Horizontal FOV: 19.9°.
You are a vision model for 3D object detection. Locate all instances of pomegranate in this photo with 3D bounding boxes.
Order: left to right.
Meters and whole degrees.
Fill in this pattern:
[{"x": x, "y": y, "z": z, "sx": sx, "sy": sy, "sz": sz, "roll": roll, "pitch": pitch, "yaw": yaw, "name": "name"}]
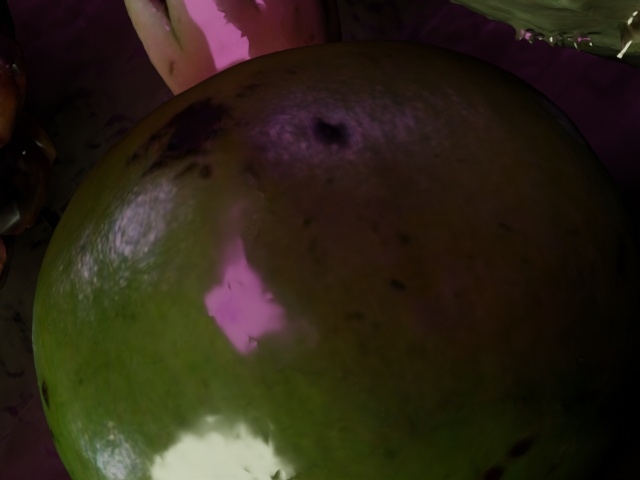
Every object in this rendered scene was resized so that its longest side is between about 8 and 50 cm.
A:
[{"x": -0.002, "y": 0.001, "z": 0.556, "sx": 0.187, "sy": 0.187, "sz": 0.225, "roll": -28, "pitch": 64, "yaw": 27, "name": "pomegranate"}]

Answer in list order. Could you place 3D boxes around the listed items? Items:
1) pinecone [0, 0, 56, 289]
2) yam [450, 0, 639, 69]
[{"x": -0.220, "y": -0.034, "z": 0.710, "sx": 0.221, "sy": 0.221, "sz": 0.221, "roll": -10, "pitch": 72, "yaw": 33, "name": "pinecone"}, {"x": 0.093, "y": -0.141, "z": 0.476, "sx": 0.202, "sy": 0.271, "sz": 0.201, "roll": 3, "pitch": 81, "yaw": 42, "name": "yam"}]
